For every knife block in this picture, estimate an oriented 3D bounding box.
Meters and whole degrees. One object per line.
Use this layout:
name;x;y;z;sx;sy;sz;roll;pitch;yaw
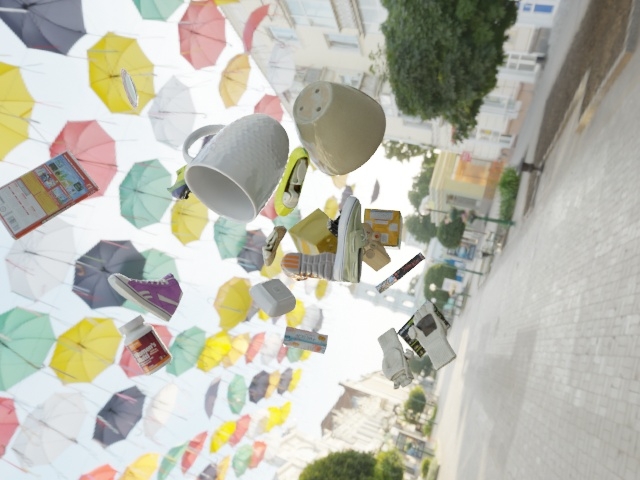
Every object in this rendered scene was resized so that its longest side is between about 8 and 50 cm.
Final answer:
knife block;0.149;0.002;1.834;0.088;0.276;0.242;-39;-18;27

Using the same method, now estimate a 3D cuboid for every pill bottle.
pill bottle;-0.693;0.411;1.757;0.221;0.121;0.121;58;-151;-4

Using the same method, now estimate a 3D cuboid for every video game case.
video game case;-0.882;-0.151;1.415;0.285;0.204;0.025;-38;-21;-19

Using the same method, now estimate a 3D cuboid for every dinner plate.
dinner plate;-0.685;-0.549;1.606;0.017;0.141;0.141;-25;-45;-28

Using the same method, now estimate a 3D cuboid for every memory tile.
memory tile;0.148;0.000;1.674;0.012;0.147;0.113;-102;32;-78

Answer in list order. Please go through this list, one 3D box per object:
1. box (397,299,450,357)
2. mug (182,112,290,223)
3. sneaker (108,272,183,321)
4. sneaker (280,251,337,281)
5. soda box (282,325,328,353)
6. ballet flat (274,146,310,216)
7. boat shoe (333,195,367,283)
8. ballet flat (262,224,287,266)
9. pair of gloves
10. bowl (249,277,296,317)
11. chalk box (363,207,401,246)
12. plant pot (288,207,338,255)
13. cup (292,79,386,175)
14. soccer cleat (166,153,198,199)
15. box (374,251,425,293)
box;0.424;0.362;1.819;0.191;0.045;0.184;-46;-52;-4
mug;-0.298;-0.287;1.535;0.328;0.373;0.276;-60;-14;-29
sneaker;-0.628;0.165;1.634;0.282;0.102;0.161;48;-120;-40
sneaker;-0.022;0.127;2.001;0.180;0.320;0.125;112;169;-72
soda box;-0.062;0.410;1.830;0.063;0.182;0.058;-79;2;-48
ballet flat;-0.083;-0.168;1.351;0.077;0.077;0.231;5;-66;-31
boat shoe;0.114;0.001;1.519;0.109;0.093;0.303;-27;-54;-66
ballet flat;-0.217;0.021;1.942;0.067;0.073;0.206;11;-69;-39
pair of gloves;0.275;0.320;1.343;0.042;0.240;0.204;35;-149;-34
bowl;-0.156;0.185;1.513;0.142;0.142;0.053;-13;-39;-50
chalk box;0.316;-0.048;2.223;0.289;0.180;0.179;24;-109;-77
plant pot;0.000;0.000;2.235;0.212;0.187;0.212;-38;-50;-18
cup;0.036;-0.431;1.589;0.237;0.330;0.332;30;-106;-51
soccer cleat;-0.619;-0.328;2.099;0.289;0.121;0.093;-60;-5;-8
box;0.378;0.152;2.108;0.233;0.044;0.159;-32;-9;-37
